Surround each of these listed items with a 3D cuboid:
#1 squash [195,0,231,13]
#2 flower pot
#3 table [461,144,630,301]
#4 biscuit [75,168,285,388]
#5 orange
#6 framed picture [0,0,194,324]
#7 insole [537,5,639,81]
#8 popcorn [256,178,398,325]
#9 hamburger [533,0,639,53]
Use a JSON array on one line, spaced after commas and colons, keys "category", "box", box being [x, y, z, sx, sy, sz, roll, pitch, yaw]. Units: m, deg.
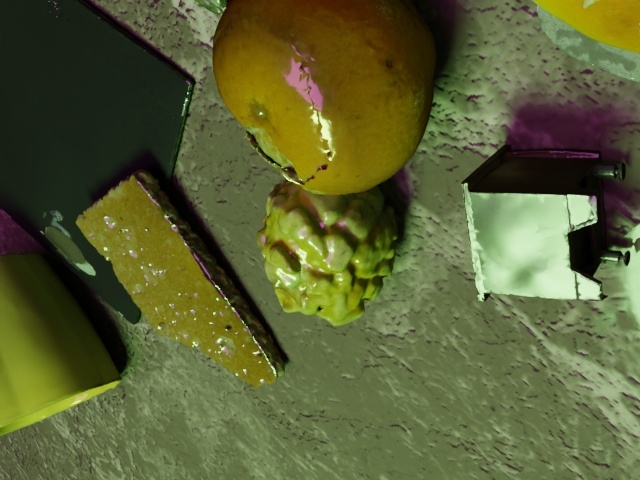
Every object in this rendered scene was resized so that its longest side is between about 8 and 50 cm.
[{"category": "squash", "box": [-0.108, -0.224, 0.627, 0.132, 0.105, 0.105, 41, 138, -13]}, {"category": "flower pot", "box": [-0.348, 0.118, 0.963, 0.195, 0.195, 0.179, -32, 81, 46]}, {"category": "table", "box": [0.145, -0.009, 0.542, 0.082, 0.070, 0.083, 5, 117, 34]}, {"category": "biscuit", "box": [-0.135, 0.049, 0.836, 0.131, 0.026, 0.237, -28, 101, 46]}, {"category": "orange", "box": [0.007, -0.108, 0.563, 0.156, 0.134, 0.156, 47, 154, 32]}, {"category": "framed picture", "box": [-0.245, -0.091, 0.864, 0.244, 0.013, 0.323, 38, 134, 17]}, {"category": "insole", "box": [0.209, -0.113, 0.469, 0.193, 0.006, 0.065, 18, 125, 31]}, {"category": "popcorn", "box": [0.000, 0.000, 0.641, 0.106, 0.121, 0.116, 41, 103, 29]}, {"category": "hamburger", "box": [0.164, -0.210, 0.297, 0.227, 0.151, 0.295, 6, 131, -5]}]
